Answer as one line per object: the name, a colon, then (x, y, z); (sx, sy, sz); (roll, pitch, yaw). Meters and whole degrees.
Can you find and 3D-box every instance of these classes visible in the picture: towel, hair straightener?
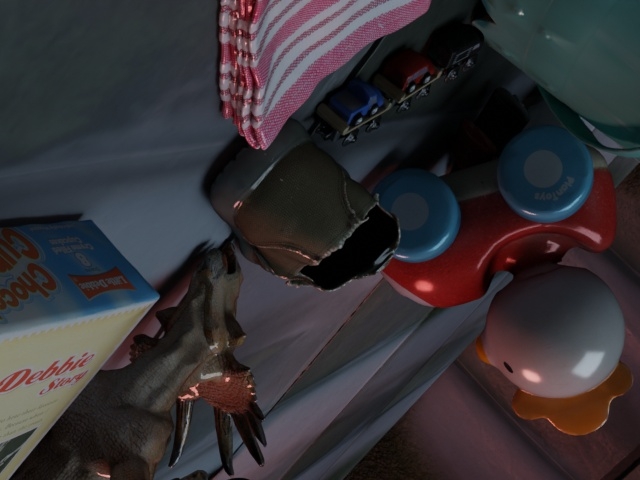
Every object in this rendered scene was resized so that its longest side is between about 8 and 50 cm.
towel: (0.017, -0.131, 0.492); (0.144, 0.029, 0.197); (-41, 166, -19)
hair straightener: (0.162, -0.087, 1.008); (0.089, 0.047, 0.230); (-43, 167, -7)

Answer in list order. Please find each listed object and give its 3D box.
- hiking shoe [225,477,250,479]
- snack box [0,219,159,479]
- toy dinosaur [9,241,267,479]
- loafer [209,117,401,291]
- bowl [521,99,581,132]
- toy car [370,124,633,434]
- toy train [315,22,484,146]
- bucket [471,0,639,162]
hiking shoe: (-0.159, 0.363, 1.258); (0.304, 0.113, 0.132); (-32, 162, -42)
snack box: (-0.208, 0.084, 0.398); (0.187, 0.060, 0.322); (-49, 166, 18)
toy dinosaur: (-0.139, 0.144, 0.667); (0.296, 0.127, 0.200); (-41, 174, 8)
loafer: (0.000, 0.000, 0.703); (0.094, 0.087, 0.251); (-46, 166, 3)
bowl: (0.211, -0.075, 1.111); (0.142, 0.053, 0.142); (-63, 173, -9)
toy car: (0.164, 0.052, 0.918); (0.210, 0.238, 0.219); (-17, 170, 10)
toy train: (0.054, -0.102, 0.691); (0.158, 0.027, 0.036); (-35, 160, -37)
bucket: (0.256, -0.178, 0.726); (0.281, 0.183, 0.281); (-42, 166, -13)
